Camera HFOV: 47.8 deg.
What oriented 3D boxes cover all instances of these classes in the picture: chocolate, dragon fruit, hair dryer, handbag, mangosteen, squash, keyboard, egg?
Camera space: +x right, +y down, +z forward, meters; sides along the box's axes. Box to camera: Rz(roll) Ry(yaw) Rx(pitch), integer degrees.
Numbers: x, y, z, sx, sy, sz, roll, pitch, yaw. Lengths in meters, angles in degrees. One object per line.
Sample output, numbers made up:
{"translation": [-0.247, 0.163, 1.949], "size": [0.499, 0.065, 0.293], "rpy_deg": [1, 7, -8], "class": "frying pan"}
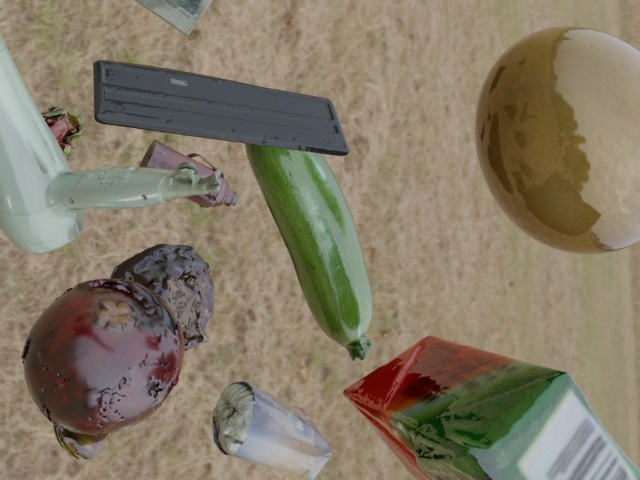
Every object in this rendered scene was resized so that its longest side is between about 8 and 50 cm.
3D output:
{"translation": [-0.294, 0.138, 1.458], "size": [0.224, 0.177, 0.206], "rpy_deg": [5, 124, -41], "class": "chocolate"}
{"translation": [-0.578, -0.220, 1.515], "size": [0.175, 0.138, 0.142], "rpy_deg": [-43, 164, -7], "class": "dragon fruit"}
{"translation": [-0.182, -0.075, 0.563], "size": [0.075, 0.237, 0.206], "rpy_deg": [-55, 147, -46], "class": "hair dryer"}
{"translation": [-0.075, 0.262, 1.009], "size": [0.173, 0.117, 0.095], "rpy_deg": [28, 95, -32], "class": "handbag"}
{"translation": [-0.230, 0.129, 0.752], "size": [0.166, 0.180, 0.166], "rpy_deg": [26, 34, -20], "class": "mangosteen"}
{"translation": [0.000, 0.000, 1.022], "size": [0.107, 0.107, 0.395], "rpy_deg": [-52, 128, -51], "class": "squash"}
{"translation": [-0.148, -0.147, 0.749], "size": [0.381, 0.041, 0.103], "rpy_deg": [10, 46, -28], "class": "keyboard"}
{"translation": [0.325, -0.123, 0.908], "size": [0.322, 0.250, 0.250], "rpy_deg": [45, 48, -40], "class": "egg"}
{"translation": [0.235, 0.291, 0.884], "size": [0.161, 0.341, 0.360], "rpy_deg": [-42, 104, -15], "class": "chocolate"}

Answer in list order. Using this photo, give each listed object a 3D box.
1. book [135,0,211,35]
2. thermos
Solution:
{"translation": [-0.251, -0.545, 1.302], "size": [0.214, 0.025, 0.283], "rpy_deg": [30, 102, -24], "class": "book"}
{"translation": [-0.291, -0.135, 1.647], "size": [0.232, 0.099, 0.124], "rpy_deg": [27, 21, -23], "class": "thermos"}
